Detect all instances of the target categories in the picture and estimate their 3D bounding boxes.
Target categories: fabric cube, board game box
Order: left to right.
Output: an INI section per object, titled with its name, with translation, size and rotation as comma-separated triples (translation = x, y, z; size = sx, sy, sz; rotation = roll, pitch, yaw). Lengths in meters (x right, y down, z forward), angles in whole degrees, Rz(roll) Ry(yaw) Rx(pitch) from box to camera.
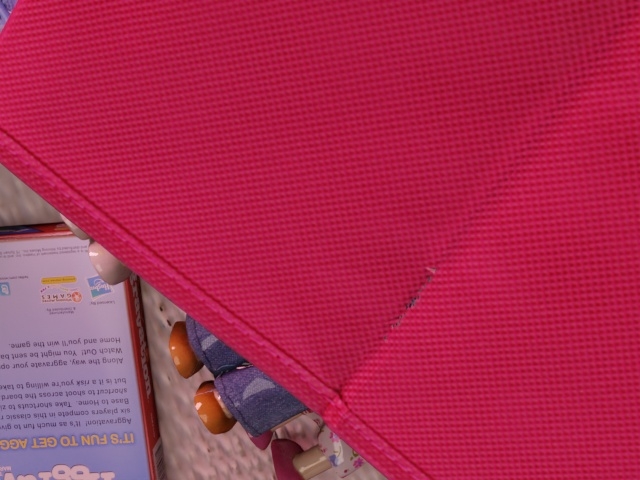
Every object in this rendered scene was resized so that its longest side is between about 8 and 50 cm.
[board game box]
translation = -0.221, 0.071, 0.718
size = 0.281, 0.027, 0.145
rotation = -4, 102, 7
[fabric cube]
translation = 0.111, -0.085, 0.410
size = 0.259, 0.254, 0.258
rotation = 39, 118, 7

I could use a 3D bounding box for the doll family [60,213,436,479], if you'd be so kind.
[doll family]
translation = 0.000, 0.000, 0.628
size = 0.163, 0.118, 0.263
rotation = -30, 100, 12

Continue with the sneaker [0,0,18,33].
[sneaker]
translation = -0.173, -0.073, 0.647
size = 0.211, 0.081, 0.080
rotation = -40, 96, 13
